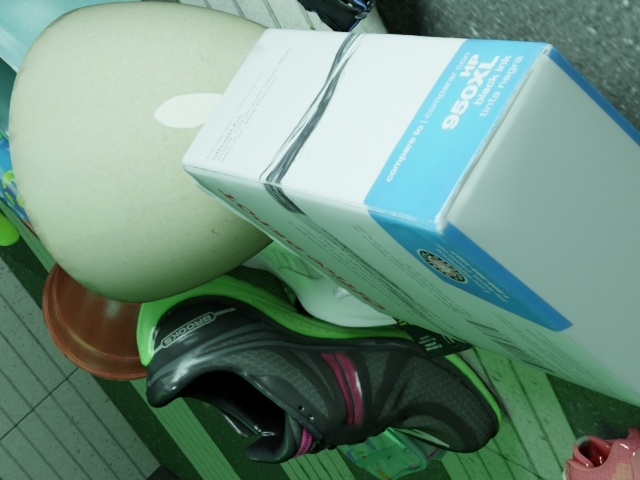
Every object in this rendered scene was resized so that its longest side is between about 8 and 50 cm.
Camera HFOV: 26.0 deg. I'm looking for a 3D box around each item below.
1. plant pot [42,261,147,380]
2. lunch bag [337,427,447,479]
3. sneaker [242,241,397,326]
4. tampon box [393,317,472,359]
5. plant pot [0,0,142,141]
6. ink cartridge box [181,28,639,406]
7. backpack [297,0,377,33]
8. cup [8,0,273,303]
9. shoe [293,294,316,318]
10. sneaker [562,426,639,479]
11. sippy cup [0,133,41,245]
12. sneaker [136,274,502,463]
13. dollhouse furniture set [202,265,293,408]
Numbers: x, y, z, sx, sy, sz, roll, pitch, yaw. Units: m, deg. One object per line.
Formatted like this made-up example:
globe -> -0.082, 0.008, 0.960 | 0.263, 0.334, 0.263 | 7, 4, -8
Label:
plant pot -> -0.306, 0.057, 2.239 | 0.272, 0.272, 0.265 | 44, 154, 7
lunch bag -> 0.076, 0.246, 2.004 | 0.224, 0.108, 0.279 | 46, 162, 2
sneaker -> -0.005, -0.002, 1.654 | 0.305, 0.114, 0.152 | 27, 130, 14
tampon box -> 0.117, 0.032, 1.479 | 0.161, 0.101, 0.120 | 47, 162, -4
plant pot -> -0.306, -0.217, 1.729 | 0.293, 0.196, 0.293 | 40, 161, 17
ink cartridge box -> 0.106, -0.032, 1.169 | 0.285, 0.166, 0.395 | 37, 168, -32
backpack -> 0.004, -0.241, 1.173 | 0.114, 0.084, 0.105 | 36, 169, -6
cup -> -0.122, -0.109, 1.450 | 0.237, 0.331, 0.331 | -8, 127, 37
shoe -> 0.004, 0.076, 1.906 | 0.076, 0.058, 0.219 | 62, 162, 16
sneaker -> 0.328, 0.283, 1.579 | 0.136, 0.116, 0.314 | 55, 156, 7
sippy cup -> -0.369, -0.101, 2.005 | 0.224, 0.240, 0.305 | 55, 155, -3
sneaker -> -0.005, 0.197, 1.724 | 0.483, 0.202, 0.185 | 16, 149, -15
dollhouse furniture set -> -0.126, 0.052, 1.844 | 0.301, 0.198, 0.151 | 60, 148, -3
